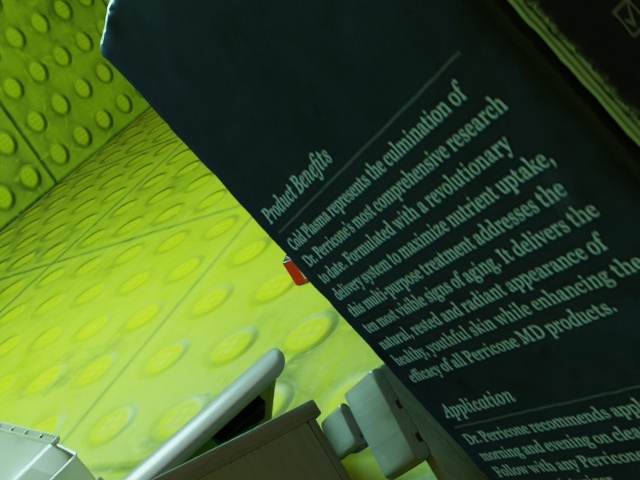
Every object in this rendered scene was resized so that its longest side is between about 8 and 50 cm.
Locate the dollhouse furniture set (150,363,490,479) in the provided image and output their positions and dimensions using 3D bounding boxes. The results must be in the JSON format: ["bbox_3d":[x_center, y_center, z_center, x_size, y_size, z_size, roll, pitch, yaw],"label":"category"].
[{"bbox_3d":[-0.029,0.264,0.617,0.286,0.198,0.303,-20,-21,-36],"label":"dollhouse furniture set"}]

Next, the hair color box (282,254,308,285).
[{"bbox_3d":[0.000,0.000,1.187,0.072,0.043,0.141,-22,22,23],"label":"hair color box"}]

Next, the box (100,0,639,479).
[{"bbox_3d":[0.214,-0.130,0.522,0.480,0.472,0.297,-42,2,-29],"label":"box"}]

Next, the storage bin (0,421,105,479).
[{"bbox_3d":[-0.365,0.321,0.849,0.260,0.123,0.262,-5,32,47],"label":"storage bin"}]

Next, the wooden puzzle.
[{"bbox_3d":[-0.118,0.209,0.760,0.221,0.044,0.238,-40,-13,-22],"label":"wooden puzzle"}]
